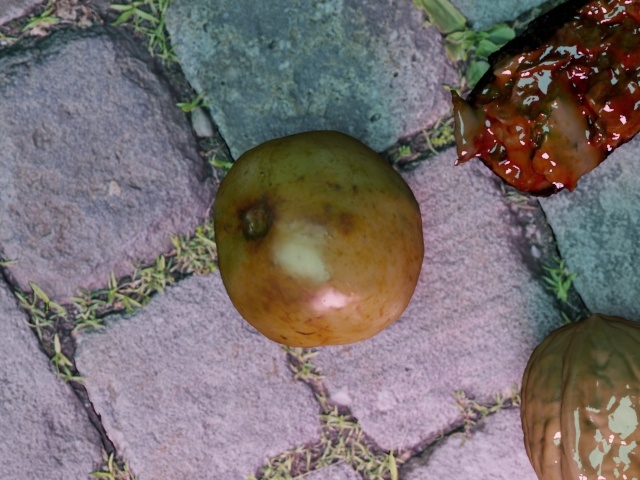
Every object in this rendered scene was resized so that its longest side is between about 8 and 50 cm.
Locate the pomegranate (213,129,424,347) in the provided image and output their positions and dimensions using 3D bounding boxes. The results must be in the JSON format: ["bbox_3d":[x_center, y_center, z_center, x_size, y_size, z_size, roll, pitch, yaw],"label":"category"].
[{"bbox_3d":[0.000,0.000,1.525,0.260,0.260,0.260,1,98,11],"label":"pomegranate"}]

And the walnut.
[{"bbox_3d":[0.341,0.210,1.507,0.225,0.225,0.261,-8,97,12],"label":"walnut"}]

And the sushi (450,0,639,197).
[{"bbox_3d":[0.294,-0.188,1.476,0.343,0.182,0.196,-41,82,10],"label":"sushi"}]
